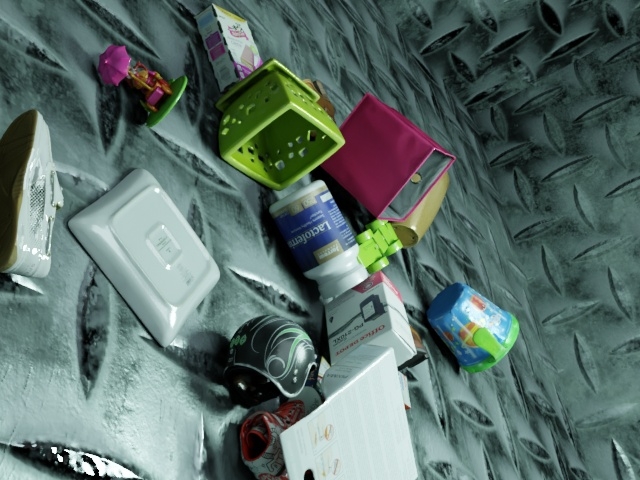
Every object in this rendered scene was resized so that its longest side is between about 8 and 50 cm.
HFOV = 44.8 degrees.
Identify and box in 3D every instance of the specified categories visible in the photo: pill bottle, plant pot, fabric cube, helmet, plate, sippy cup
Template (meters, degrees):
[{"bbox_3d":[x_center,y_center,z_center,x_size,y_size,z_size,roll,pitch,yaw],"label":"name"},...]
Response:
[{"bbox_3d":[0.000,0.000,1.880,0.264,0.153,0.153,61,25,-2],"label":"pill bottle"},{"bbox_3d":[0.275,-0.110,2.466,0.237,0.237,0.254,45,44,-32],"label":"plant pot"},{"bbox_3d":[0.190,-0.232,2.245,0.258,0.254,0.259,42,15,18],"label":"fabric cube"},{"bbox_3d":[-0.093,0.222,1.474,0.169,0.169,0.161,52,44,-21],"label":"helmet"},{"bbox_3d":[-0.299,0.016,1.426,0.278,0.045,0.277,56,25,-14],"label":"plate"},{"bbox_3d":[-0.112,-0.291,1.890,0.228,0.227,0.207,29,34,-48],"label":"plant pot"},{"bbox_3d":[0.464,0.260,2.449,0.224,0.305,0.240,43,58,-14],"label":"sippy cup"}]

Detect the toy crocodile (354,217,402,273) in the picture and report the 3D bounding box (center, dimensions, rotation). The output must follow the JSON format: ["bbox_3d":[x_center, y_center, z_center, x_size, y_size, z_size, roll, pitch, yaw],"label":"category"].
[{"bbox_3d":[0.145,0.018,2.220,0.115,0.105,0.340,58,29,-5],"label":"toy crocodile"}]

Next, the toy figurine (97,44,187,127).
[{"bbox_3d":[-0.375,-0.335,1.576,0.159,0.130,0.173,37,12,-27],"label":"toy figurine"}]

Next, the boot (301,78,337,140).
[{"bbox_3d":[-0.031,-0.349,2.258,0.220,0.109,0.283,68,21,-3],"label":"boot"}]

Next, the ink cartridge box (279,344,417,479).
[{"bbox_3d":[0.041,0.417,1.509,0.385,0.091,0.308,-26,109,-49],"label":"ink cartridge box"}]

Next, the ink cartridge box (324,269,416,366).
[{"bbox_3d":[0.111,0.206,1.817,0.100,0.172,0.237,49,17,-27],"label":"ink cartridge box"}]

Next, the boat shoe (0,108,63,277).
[{"bbox_3d":[-0.442,-0.068,1.184,0.096,0.098,0.277,31,48,-49],"label":"boat shoe"}]

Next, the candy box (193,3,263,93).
[{"bbox_3d":[-0.225,-0.485,2.033,0.159,0.071,0.233,5,60,-61],"label":"candy box"}]

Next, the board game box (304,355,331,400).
[{"bbox_3d":[0.045,0.394,1.704,0.243,0.042,0.165,51,27,-22],"label":"board game box"}]

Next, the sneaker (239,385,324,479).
[{"bbox_3d":[-0.071,0.348,1.473,0.145,0.090,0.270,52,29,-27],"label":"sneaker"}]

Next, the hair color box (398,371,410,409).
[{"bbox_3d":[0.158,0.357,1.944,0.167,0.053,0.093,39,34,-39],"label":"hair color box"}]

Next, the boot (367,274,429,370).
[{"bbox_3d":[0.179,0.195,2.026,0.280,0.096,0.264,60,16,15],"label":"boot"}]
